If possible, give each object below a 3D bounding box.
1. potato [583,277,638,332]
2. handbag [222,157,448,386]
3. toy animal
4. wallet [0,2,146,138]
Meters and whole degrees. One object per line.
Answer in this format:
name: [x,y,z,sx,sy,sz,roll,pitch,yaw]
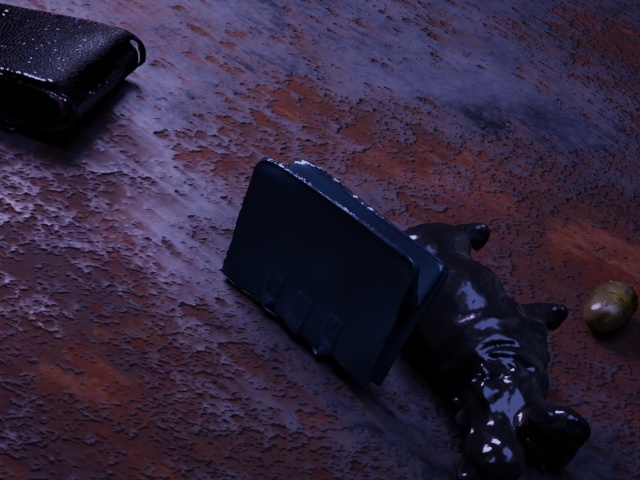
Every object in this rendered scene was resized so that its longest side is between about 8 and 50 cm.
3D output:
potato: [0.311,0.072,1.613,0.051,0.040,0.083,8,30,32]
handbag: [0.004,0.026,1.441,0.221,0.144,0.057,38,20,31]
toy animal: [0.161,0.106,1.432,0.168,0.106,0.343,2,38,-24]
wallet: [-0.356,-0.212,1.712,0.262,0.071,0.221,15,32,9]
